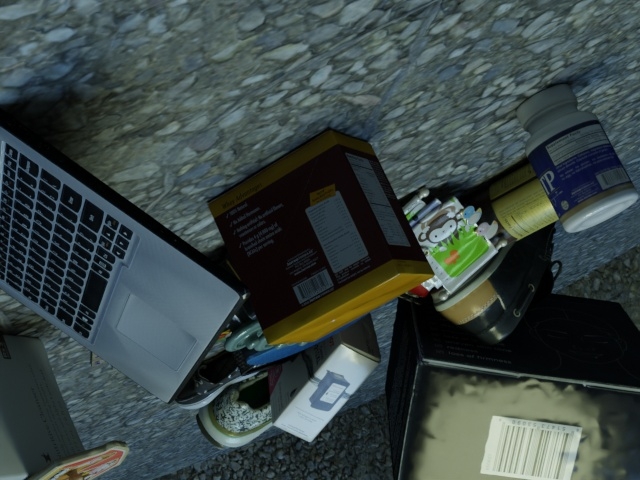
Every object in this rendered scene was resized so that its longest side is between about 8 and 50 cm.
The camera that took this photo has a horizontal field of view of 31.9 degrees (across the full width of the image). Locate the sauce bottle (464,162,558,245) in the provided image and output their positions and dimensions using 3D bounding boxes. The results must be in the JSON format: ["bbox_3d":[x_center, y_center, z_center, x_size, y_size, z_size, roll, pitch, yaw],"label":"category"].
[{"bbox_3d":[0.329,-0.059,1.903,0.344,0.111,0.111,-28,166,32],"label":"sauce bottle"}]

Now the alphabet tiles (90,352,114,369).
[{"bbox_3d":[-0.295,0.170,1.904,0.198,0.009,0.237,-20,165,-18],"label":"alphabet tiles"}]

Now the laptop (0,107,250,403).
[{"bbox_3d":[-0.331,0.073,1.039,0.236,0.408,0.382,-55,-178,-27],"label":"laptop"}]

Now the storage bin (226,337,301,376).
[{"bbox_3d":[-0.085,0.182,2.147,0.122,0.084,0.180,-14,164,-38],"label":"storage bin"}]

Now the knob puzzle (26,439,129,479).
[{"bbox_3d":[-0.332,0.324,1.500,0.213,0.030,0.213,-28,165,-8],"label":"knob puzzle"}]

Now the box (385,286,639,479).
[{"bbox_3d":[0.385,0.296,2.188,0.479,0.298,0.472,8,-162,-1],"label":"box"}]

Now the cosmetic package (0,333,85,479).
[{"bbox_3d":[-0.473,0.238,1.435,0.156,0.217,0.385,-28,168,8],"label":"cosmetic package"}]

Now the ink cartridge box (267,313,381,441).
[{"bbox_3d":[0.003,0.250,2.215,0.100,0.172,0.237,29,115,-22],"label":"ink cartridge box"}]

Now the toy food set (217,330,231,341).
[{"bbox_3d":[-0.175,0.163,2.056,0.083,0.020,0.082,-30,165,20],"label":"toy food set"}]

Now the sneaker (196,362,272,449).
[{"bbox_3d":[-0.068,0.306,2.428,0.410,0.158,0.182,-30,168,-35],"label":"sneaker"}]

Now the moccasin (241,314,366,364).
[{"bbox_3d":[0.008,0.098,1.931,0.342,0.117,0.138,-29,166,5],"label":"moccasin"}]

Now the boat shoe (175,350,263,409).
[{"bbox_3d":[-0.223,0.277,2.305,0.228,0.080,0.076,-26,146,24],"label":"boat shoe"}]

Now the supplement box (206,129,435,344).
[{"bbox_3d":[0.000,0.000,1.376,0.191,0.194,0.129,-30,165,20],"label":"supplement box"}]

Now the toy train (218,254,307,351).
[{"bbox_3d":[-0.055,0.070,1.696,0.190,0.142,0.334,-39,162,18],"label":"toy train"}]

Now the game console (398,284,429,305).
[{"bbox_3d":[0.128,0.052,2.003,0.144,0.085,0.124,23,-179,-13],"label":"game console"}]

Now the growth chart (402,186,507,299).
[{"bbox_3d":[0.191,0.003,1.820,0.237,0.021,0.172,31,106,-39],"label":"growth chart"}]

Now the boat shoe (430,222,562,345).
[{"bbox_3d":[0.361,0.062,2.144,0.187,0.156,0.500,-39,179,30],"label":"boat shoe"}]

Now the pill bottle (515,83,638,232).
[{"bbox_3d":[0.349,-0.116,1.550,0.112,0.187,0.112,-23,166,-6],"label":"pill bottle"}]
